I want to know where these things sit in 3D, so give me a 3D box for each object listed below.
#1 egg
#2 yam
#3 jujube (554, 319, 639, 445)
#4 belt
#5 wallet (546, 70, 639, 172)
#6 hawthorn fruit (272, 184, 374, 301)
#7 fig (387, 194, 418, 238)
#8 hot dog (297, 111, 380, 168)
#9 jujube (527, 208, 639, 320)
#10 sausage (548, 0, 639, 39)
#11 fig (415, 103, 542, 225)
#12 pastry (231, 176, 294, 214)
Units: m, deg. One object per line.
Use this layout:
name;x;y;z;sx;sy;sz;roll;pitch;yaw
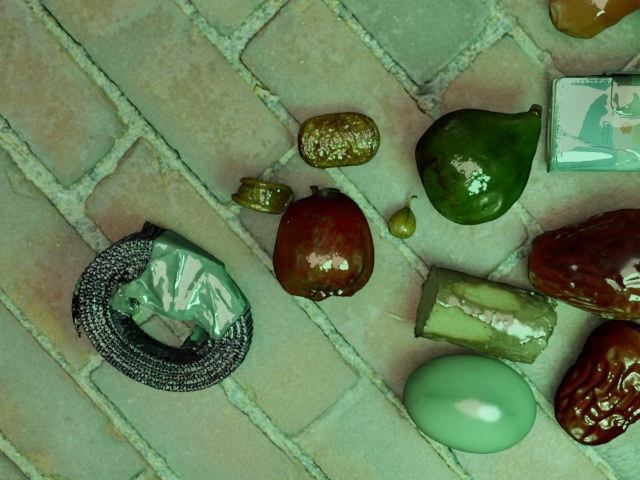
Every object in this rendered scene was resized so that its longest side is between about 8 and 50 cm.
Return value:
egg;0.257;0.281;1.556;0.230;0.168;0.168;10;95;5
yam;0.290;0.134;1.568;0.238;0.129;0.128;16;60;2
jujube;0.500;0.245;1.551;0.155;0.155;0.230;37;106;1
belt;-0.274;0.129;1.608;0.324;0.122;0.260;31;100;0
wallet;0.519;-0.203;1.547;0.250;0.075;0.176;0;98;3
hawthorn fruit;0.000;0.000;1.554;0.185;0.185;0.202;-8;79;5
fig;0.152;-0.042;1.601;0.050;0.050;0.083;22;86;2
hot dog;0.032;-0.178;1.588;0.147;0.065;0.099;-8;94;-2
jujube;0.487;0.040;1.529;0.255;0.190;0.190;1;95;21
sausage;0.501;-0.435;1.505;0.258;0.133;0.133;-29;92;8
fig;0.279;-0.145;1.511;0.244;0.195;0.195;-35;91;9
pastry;-0.101;-0.080;1.589;0.109;0.097;0.057;15;95;2
